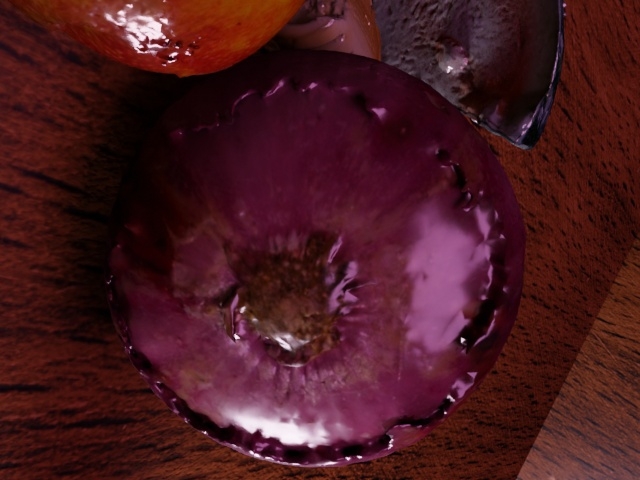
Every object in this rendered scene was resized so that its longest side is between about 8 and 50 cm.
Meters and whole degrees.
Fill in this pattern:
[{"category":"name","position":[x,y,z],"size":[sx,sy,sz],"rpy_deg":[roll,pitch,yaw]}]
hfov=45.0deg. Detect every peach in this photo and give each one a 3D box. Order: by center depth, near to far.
[{"category":"peach","position":[-0.100,-0.219,0.476],"size":[0.231,0.231,0.231],"rpy_deg":[-34,137,-37]}]

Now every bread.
[{"category":"bread","position":[0.003,-0.208,0.735],"size":[0.177,0.084,0.119],"rpy_deg":[40,45,-58]}]

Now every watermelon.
[{"category":"watermelon","position":[0.149,-0.243,0.839],"size":[0.320,0.214,0.289],"rpy_deg":[-96,-177,-58]}]

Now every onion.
[{"category":"onion","position":[0.000,0.022,0.695],"size":[0.358,0.358,0.345],"rpy_deg":[-62,165,-1]}]
